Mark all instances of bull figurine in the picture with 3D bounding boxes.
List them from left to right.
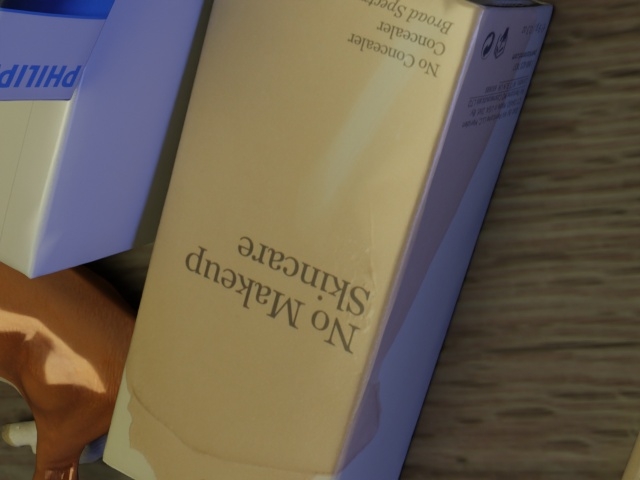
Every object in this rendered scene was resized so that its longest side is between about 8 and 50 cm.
[{"bbox_3d":[-0.229,0.034,0.833,0.310,0.101,0.188,41,119,17],"label":"bull figurine"}]

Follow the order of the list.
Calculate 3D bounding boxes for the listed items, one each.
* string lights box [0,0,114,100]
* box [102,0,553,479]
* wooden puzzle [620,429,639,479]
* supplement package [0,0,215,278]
[{"bbox_3d":[-0.119,-0.200,0.512,0.133,0.076,0.260,36,111,18],"label":"string lights box"},{"bbox_3d":[0.000,0.000,0.695,0.148,0.121,0.311,22,109,21],"label":"box"},{"bbox_3d":[0.200,0.131,0.681,0.078,0.014,0.116,31,112,23],"label":"wooden puzzle"},{"bbox_3d":[-0.116,-0.140,0.680,0.145,0.204,0.262,25,110,20],"label":"supplement package"}]
